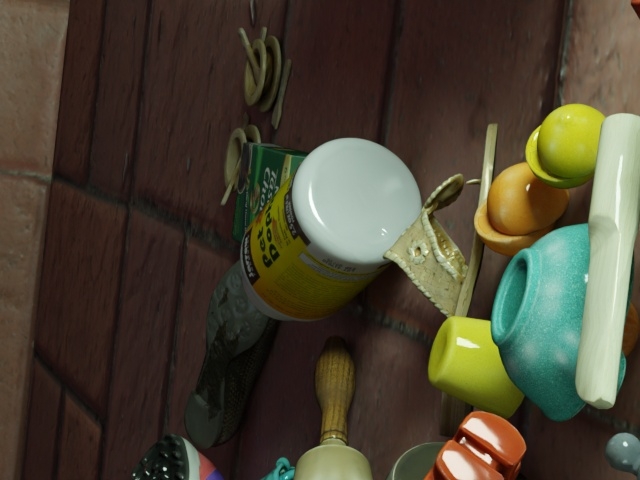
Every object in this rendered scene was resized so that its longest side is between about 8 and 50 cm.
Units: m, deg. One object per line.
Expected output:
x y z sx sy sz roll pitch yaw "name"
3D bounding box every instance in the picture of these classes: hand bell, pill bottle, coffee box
0.010 0.172 1.491 0.242 0.126 0.126 -90 17 -50 "hand bell"
0.000 0.000 1.504 0.215 0.117 0.117 133 138 -61 "pill bottle"
-0.046 -0.042 1.763 0.184 0.040 0.113 -154 71 -70 "coffee box"

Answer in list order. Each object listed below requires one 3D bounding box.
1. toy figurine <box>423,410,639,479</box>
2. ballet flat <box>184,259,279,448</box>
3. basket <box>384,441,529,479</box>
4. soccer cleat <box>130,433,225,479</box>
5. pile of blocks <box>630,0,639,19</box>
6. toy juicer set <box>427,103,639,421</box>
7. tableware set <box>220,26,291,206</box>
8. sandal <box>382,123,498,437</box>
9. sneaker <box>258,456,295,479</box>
0.148 0.201 0.900 0.148 0.209 0.213 103 159 -55 "toy figurine"
-0.086 0.119 1.820 0.084 0.058 0.250 37 123 33 "ballet flat"
0.066 0.269 1.196 0.227 0.154 0.204 -66 -7 31 "basket"
-0.119 0.329 1.755 0.108 0.116 0.318 -44 30 13 "soccer cleat"
0.216 -0.064 0.915 0.149 0.112 0.362 135 137 -61 "pile of blocks"
0.171 0.013 1.081 0.329 0.089 0.209 158 129 -77 "toy juicer set"
-0.084 -0.138 1.898 0.128 0.039 0.194 -123 42 -60 "tableware set"
0.085 0.028 1.277 0.088 0.079 0.240 -22 -63 -82 "sandal"
-0.038 0.266 1.618 0.110 0.107 0.275 -56 11 -9 "sneaker"
